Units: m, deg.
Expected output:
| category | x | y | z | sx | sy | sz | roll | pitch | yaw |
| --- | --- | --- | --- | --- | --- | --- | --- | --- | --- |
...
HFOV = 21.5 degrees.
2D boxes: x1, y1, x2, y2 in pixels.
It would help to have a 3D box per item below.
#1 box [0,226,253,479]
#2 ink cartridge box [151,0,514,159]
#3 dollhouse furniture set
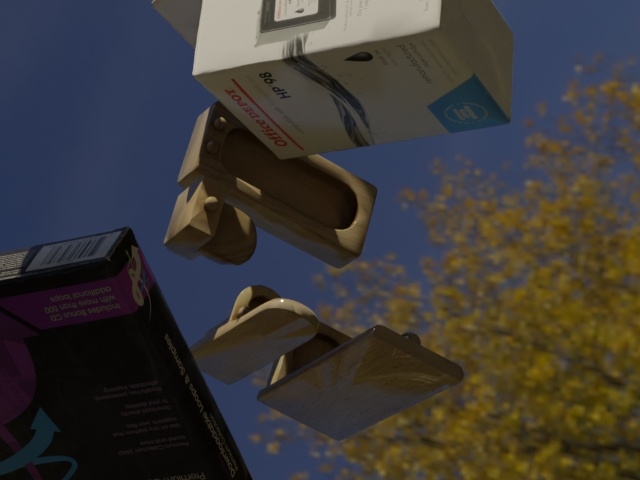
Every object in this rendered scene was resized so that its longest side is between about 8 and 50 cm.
| category | x | y | z | sx | sy | sz | roll | pitch | yaw |
| --- | --- | --- | --- | --- | --- | --- | --- | --- | --- |
| box | -0.101 | 0.076 | 0.721 | 0.162 | 0.116 | 0.029 | 66 | -151 | -26 |
| ink cartridge box | 0.004 | -0.098 | 0.918 | 0.104 | 0.180 | 0.060 | 42 | -133 | -53 |
| dollhouse furniture set | 0.000 | 0.000 | 0.926 | 0.144 | 0.123 | 0.151 | 28 | -122 | -20 |
